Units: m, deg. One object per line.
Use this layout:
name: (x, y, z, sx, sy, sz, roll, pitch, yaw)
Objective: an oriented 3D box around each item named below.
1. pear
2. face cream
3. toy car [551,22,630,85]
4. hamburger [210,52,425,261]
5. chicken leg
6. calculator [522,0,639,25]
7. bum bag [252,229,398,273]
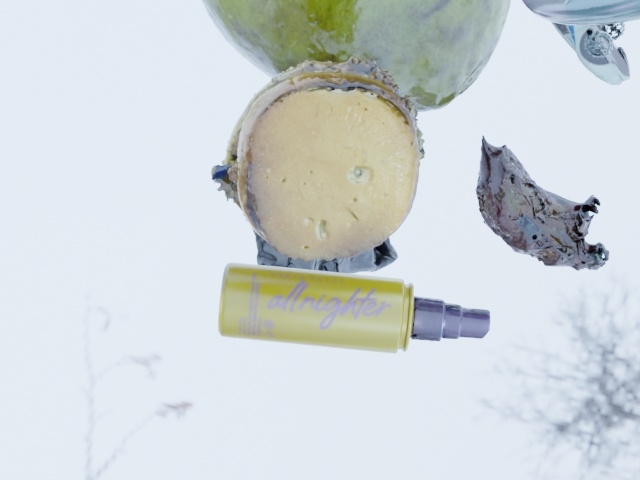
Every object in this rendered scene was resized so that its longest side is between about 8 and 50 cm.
pear: (0.034, -0.336, 1.506, 0.352, 0.352, 0.413, -43, -58, -46)
face cream: (0.035, 0.073, 1.411, 0.078, 0.273, 0.078, -174, 90, -90)
toy car: (0.245, -0.242, 1.355, 0.205, 0.056, 0.095, 64, -155, -10)
hamburger: (0.005, -0.082, 1.277, 0.182, 0.118, 0.191, 18, -74, -23)
chicken leg: (0.258, -0.032, 1.655, 0.234, 0.063, 0.105, 27, -97, -25)
calculator: (0.271, -0.257, 1.139, 0.041, 0.299, 0.185, 35, -106, -27)
bum bag: (0.000, 0.000, 1.969, 0.340, 0.095, 0.144, -21, -100, -57)
